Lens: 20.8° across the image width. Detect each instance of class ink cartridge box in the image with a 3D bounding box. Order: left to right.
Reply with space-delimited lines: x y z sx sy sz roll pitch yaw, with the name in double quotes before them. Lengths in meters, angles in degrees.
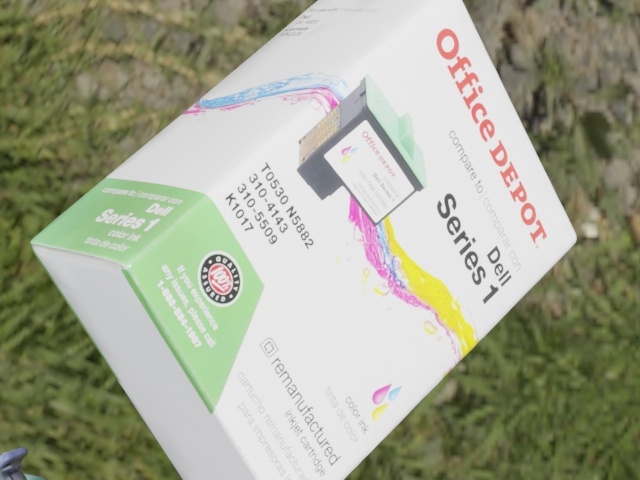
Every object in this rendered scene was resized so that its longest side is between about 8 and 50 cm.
"ink cartridge box" 0.000 0.000 1.050 0.117 0.278 0.201 9 135 52

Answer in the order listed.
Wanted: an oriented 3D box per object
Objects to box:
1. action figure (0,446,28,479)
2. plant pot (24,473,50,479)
"action figure" -0.282 0.252 0.909 0.341 0.178 0.330 -44 69 14
"plant pot" -0.330 0.324 1.622 0.293 0.196 0.293 -6 163 -2
